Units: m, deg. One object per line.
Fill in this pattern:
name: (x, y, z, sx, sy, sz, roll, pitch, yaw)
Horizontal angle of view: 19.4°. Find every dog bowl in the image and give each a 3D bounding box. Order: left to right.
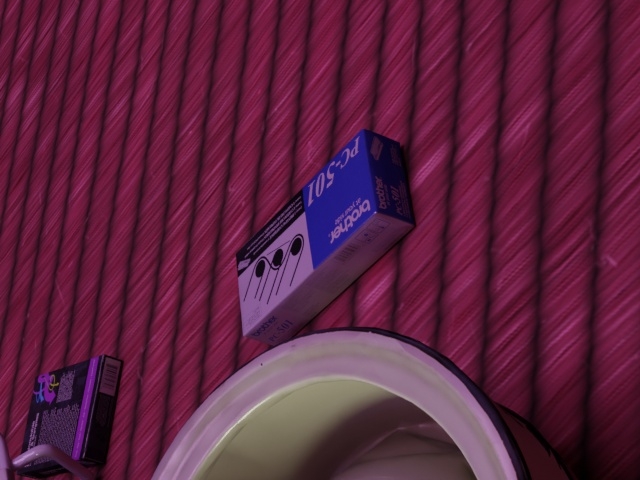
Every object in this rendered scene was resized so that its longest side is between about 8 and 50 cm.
dog bowl: (0.035, 0.274, 1.303, 0.408, 0.150, 0.408, -21, 59, 40)

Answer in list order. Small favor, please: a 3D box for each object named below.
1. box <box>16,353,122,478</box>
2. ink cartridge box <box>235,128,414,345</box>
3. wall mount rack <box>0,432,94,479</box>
box: (-0.273, 0.192, 2.025, 0.162, 0.029, 0.116, -18, 57, 52)
ink cartridge box: (0.000, 0.000, 1.681, 0.207, 0.046, 0.097, -43, 40, 37)
wall mount rack: (-0.355, 0.372, 1.890, 0.304, 0.130, 0.350, -32, 42, 14)
